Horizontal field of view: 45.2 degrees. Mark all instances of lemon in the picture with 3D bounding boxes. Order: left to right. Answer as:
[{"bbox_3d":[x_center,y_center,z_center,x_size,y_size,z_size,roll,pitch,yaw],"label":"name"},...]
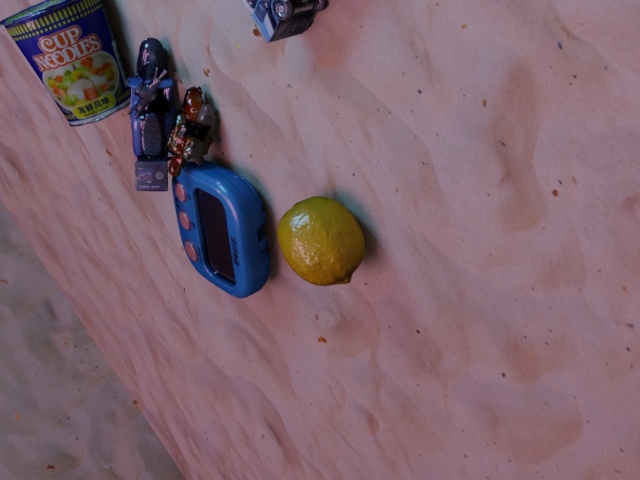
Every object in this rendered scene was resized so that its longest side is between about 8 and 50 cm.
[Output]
[{"bbox_3d":[0.000,0.003,1.621,0.181,0.181,0.193,-11,89,54],"label":"lemon"}]

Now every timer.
[{"bbox_3d":[-0.252,-0.033,1.963,0.309,0.115,0.340,28,133,42],"label":"timer"}]

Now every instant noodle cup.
[{"bbox_3d":[-0.647,-0.484,2.044,0.284,0.284,0.312,12,131,47],"label":"instant noodle cup"}]

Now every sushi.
[{"bbox_3d":[-0.311,-0.260,1.870,0.103,0.097,0.226,22,95,3],"label":"sushi"}]

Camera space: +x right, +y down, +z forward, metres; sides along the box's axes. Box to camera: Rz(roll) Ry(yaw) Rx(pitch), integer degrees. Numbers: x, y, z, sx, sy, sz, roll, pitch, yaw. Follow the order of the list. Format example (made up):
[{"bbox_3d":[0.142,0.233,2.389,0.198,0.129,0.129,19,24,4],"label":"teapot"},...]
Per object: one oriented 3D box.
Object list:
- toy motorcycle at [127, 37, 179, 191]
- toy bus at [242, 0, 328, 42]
[{"bbox_3d":[-0.418,-0.319,1.922,0.212,0.125,0.358,-108,19,-62],"label":"toy motorcycle"},{"bbox_3d":[-0.042,-0.501,1.390,0.131,0.106,0.297,55,146,15],"label":"toy bus"}]
